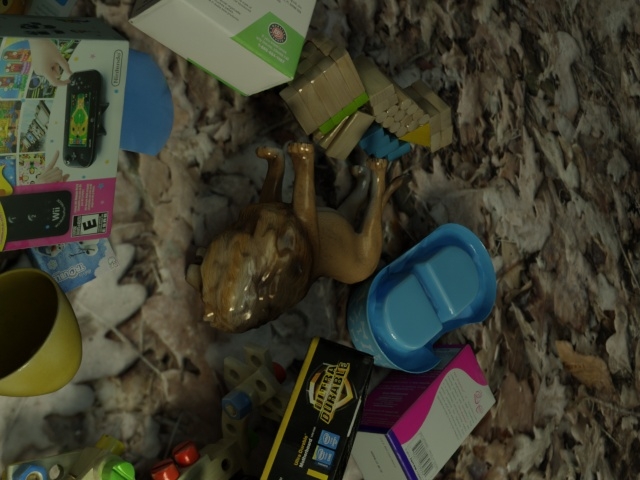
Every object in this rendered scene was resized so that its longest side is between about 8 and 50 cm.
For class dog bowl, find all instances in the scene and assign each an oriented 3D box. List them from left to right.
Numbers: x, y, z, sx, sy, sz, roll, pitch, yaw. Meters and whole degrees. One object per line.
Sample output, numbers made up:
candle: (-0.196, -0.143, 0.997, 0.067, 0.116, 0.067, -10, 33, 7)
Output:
dog bowl: (0.157, 0.090, 1.242, 0.297, 0.074, 0.165, -34, 98, -38)

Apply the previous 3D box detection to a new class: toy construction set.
toy construction set: (-0.168, 0.260, 0.914, 0.328, 0.151, 0.214, -30, 104, -28)

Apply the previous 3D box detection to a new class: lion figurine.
lion figurine: (0.000, 0.000, 1.092, 0.392, 0.142, 0.240, 2, 90, -45)

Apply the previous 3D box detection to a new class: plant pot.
plant pot: (-0.303, 0.109, 0.832, 0.134, 0.134, 0.095, -66, 148, -26)

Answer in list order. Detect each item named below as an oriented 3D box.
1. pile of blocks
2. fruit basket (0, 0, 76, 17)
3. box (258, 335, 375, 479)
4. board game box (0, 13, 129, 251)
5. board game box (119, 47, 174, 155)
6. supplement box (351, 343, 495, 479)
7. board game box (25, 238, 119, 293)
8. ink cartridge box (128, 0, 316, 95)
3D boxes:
pile of blocks: (0.057, -0.207, 1.207, 0.362, 0.149, 0.112, 14, 32, -48)
fruit basket: (-0.404, -0.244, 0.756, 0.327, 0.166, 0.352, 35, 71, -41)
box: (-0.016, 0.284, 0.941, 0.079, 0.322, 0.257, 19, 67, 9)
board game box: (-0.347, -0.097, 0.749, 0.304, 0.097, 0.223, -8, 123, -36)
board game box: (-0.256, -0.171, 0.963, 0.169, 0.033, 0.133, 8, 74, -45)
supplement box: (0.148, 0.260, 1.197, 0.220, 0.114, 0.111, -37, 107, -37)
board game box: (-0.288, 0.008, 0.916, 0.090, 0.020, 0.090, -31, 105, -39)
ink cartridge box: (-0.106, -0.364, 1.062, 0.198, 0.115, 0.272, 29, 67, -35)
